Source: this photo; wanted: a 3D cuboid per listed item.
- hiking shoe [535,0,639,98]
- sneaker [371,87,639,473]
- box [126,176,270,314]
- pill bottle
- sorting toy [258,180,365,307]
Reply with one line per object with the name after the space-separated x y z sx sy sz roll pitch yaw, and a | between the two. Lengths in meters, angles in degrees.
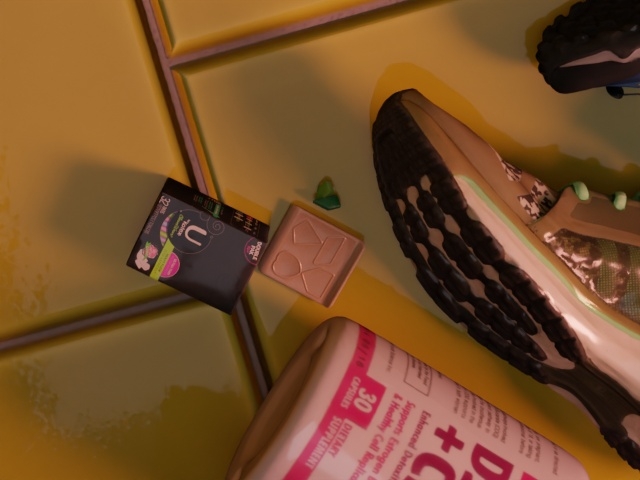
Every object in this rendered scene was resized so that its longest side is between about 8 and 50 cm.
0.301 -0.113 1.178 0.304 0.113 0.132 -6 115 9 | hiking shoe
0.212 0.020 1.223 0.410 0.158 0.182 42 69 -7 | sneaker
-0.086 0.004 1.237 0.083 0.052 0.062 26 104 -7 | box
0.088 0.189 1.226 0.283 0.160 0.160 31 102 -7 | pill bottle
0.000 0.000 1.256 0.062 0.012 0.083 29 105 -2 | sorting toy
